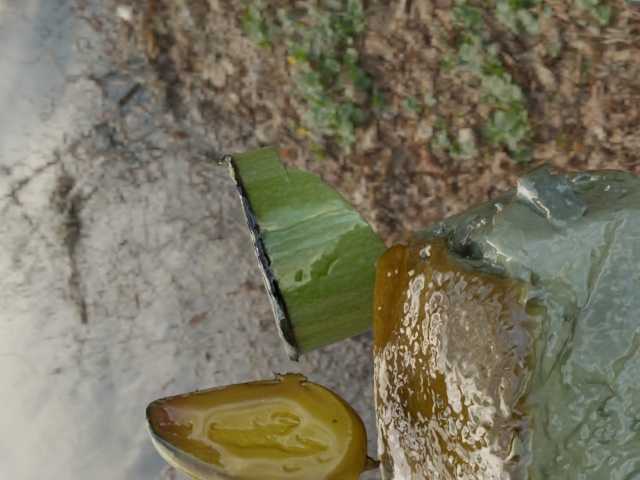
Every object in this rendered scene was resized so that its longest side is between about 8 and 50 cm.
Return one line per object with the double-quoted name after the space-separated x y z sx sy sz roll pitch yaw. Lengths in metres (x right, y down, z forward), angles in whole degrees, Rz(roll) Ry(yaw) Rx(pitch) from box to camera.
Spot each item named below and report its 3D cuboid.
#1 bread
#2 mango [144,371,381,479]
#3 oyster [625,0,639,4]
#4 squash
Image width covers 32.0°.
0.172 0.084 0.876 0.250 0.225 0.279 164 100 -67 "bread"
-0.045 0.156 0.868 0.066 0.187 0.101 100 174 -56 "mango"
0.440 -0.380 1.180 0.354 0.201 0.107 -15 51 43 "oyster"
-0.013 -0.004 1.077 0.133 0.220 0.220 -26 73 -4 "squash"
